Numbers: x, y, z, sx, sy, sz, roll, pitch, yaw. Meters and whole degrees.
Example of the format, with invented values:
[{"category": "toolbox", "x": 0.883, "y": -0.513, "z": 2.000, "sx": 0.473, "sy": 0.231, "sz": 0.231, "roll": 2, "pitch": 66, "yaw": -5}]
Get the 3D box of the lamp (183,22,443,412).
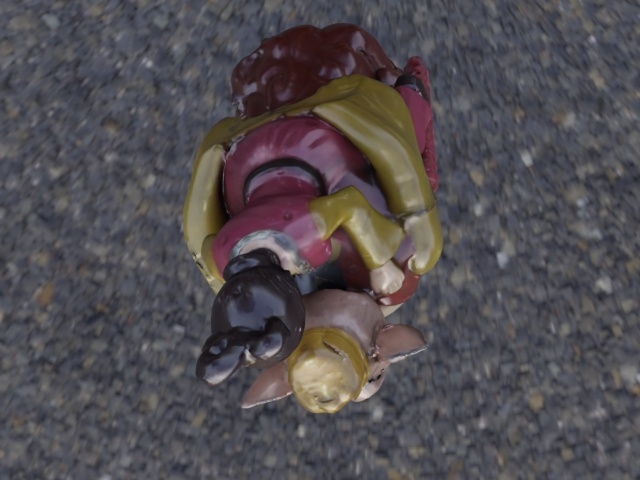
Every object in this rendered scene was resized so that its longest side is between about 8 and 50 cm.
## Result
[{"category": "lamp", "x": 0.000, "y": 0.000, "z": 0.683, "sx": 0.118, "sy": 0.253, "sz": 0.118, "roll": 1, "pitch": 126, "yaw": 1}]
